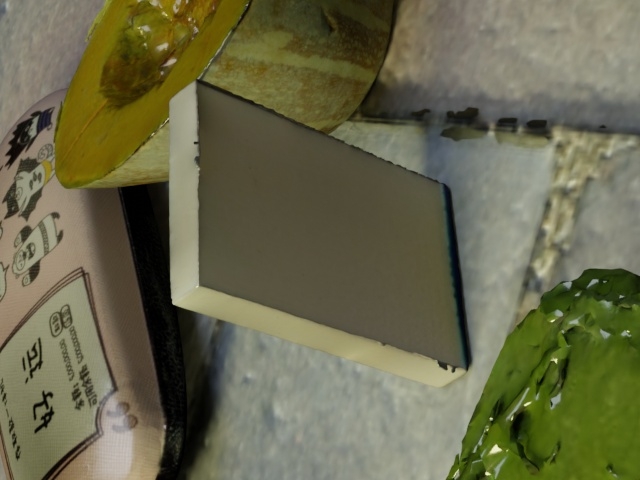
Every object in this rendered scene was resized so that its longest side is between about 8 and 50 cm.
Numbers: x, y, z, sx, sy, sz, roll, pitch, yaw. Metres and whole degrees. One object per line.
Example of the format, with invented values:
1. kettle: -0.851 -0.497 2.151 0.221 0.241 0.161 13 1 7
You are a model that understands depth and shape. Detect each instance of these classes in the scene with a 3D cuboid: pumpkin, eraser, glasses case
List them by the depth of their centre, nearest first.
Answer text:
1. eraser: 0.000 0.000 0.714 0.023 0.150 0.103 -34 48 41
2. pumpkin: -0.041 -0.106 0.869 0.217 0.110 0.217 -44 31 36
3. glasses case: -0.141 0.039 0.931 0.122 0.075 0.314 -47 42 31

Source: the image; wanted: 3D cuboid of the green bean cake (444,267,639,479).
1. green bean cake: 0.125 0.126 0.529 0.200 0.113 0.214 21 89 54
